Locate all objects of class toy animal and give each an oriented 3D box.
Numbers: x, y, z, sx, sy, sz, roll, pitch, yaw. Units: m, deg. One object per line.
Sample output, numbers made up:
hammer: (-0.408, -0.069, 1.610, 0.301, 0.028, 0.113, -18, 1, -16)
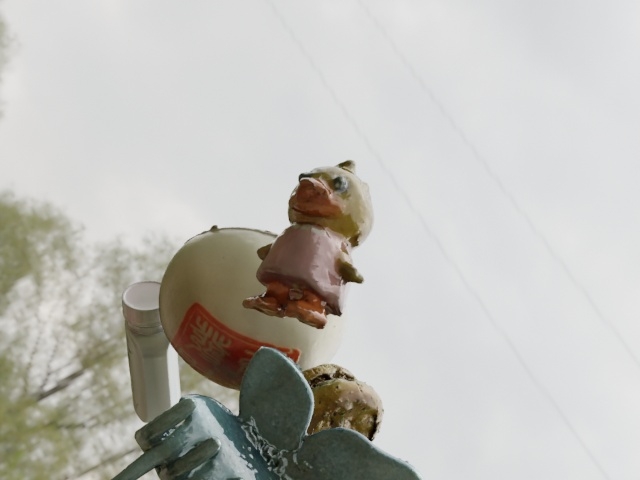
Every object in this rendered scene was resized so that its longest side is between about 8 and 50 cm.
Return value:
toy animal: (0.002, -0.001, 1.896, 0.195, 0.281, 0.169, 12, -9, 29)

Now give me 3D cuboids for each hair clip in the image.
hair clip: (-0.110, 0.348, 1.611, 0.392, 0.238, 0.318, -35, -97, 21)

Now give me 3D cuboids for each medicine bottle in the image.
medicine bottle: (-0.355, 0.232, 2.519, 0.161, 0.111, 0.296, -110, -161, -52)

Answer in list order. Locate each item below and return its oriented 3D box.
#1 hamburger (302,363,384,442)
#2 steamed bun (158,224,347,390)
hamburger: (0.009, 0.295, 1.919, 0.113, 0.185, 0.177, 40, -15, 43)
steamed bun: (-0.136, 0.157, 2.286, 0.375, 0.241, 0.374, 10, -33, 6)
